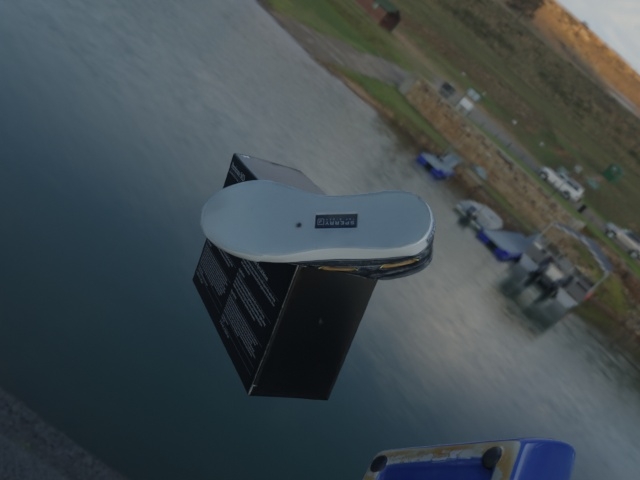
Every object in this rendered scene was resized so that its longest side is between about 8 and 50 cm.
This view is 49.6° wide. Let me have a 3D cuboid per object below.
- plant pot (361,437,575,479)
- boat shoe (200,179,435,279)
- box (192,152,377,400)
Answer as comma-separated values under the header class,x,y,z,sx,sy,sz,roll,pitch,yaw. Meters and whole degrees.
class,x,y,z,sx,sy,sz,roll,pitch,yaw
plant pot,0.129,0.296,0.549,0.212,0.236,0.236,50,49,-15
boat shoe,0.000,0.000,0.553,0.183,0.065,0.083,4,-21,13
box,-0.049,0.031,0.795,0.103,0.184,0.261,9,20,-27
